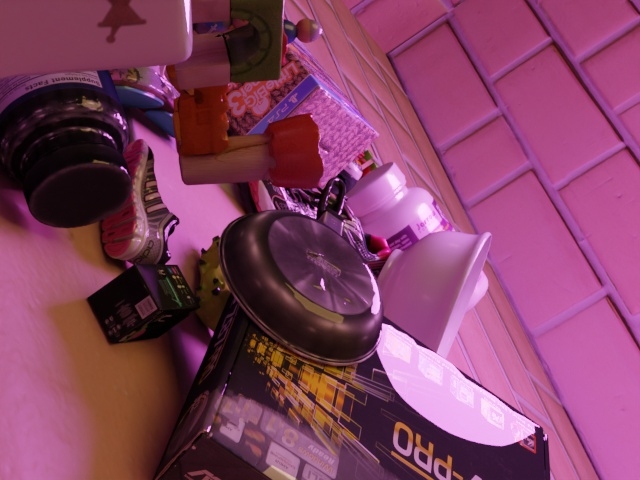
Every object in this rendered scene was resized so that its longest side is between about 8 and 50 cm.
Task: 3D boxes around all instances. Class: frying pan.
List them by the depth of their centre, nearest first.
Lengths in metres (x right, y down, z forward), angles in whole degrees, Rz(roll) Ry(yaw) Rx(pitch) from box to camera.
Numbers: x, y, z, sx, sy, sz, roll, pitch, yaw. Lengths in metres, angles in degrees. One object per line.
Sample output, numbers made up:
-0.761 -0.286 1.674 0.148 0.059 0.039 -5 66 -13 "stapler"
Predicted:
0.019 0.022 1.058 0.197 0.053 0.326 46 33 9 "frying pan"

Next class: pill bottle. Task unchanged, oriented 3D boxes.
-0.250 -0.125 0.926 0.123 0.123 0.219 32 30 -58 "pill bottle"
0.172 0.007 1.881 0.301 0.169 0.169 54 15 -11 "pill bottle"

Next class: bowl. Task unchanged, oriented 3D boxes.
0.154 0.101 1.560 0.134 0.298 0.298 23 10 13 "bowl"

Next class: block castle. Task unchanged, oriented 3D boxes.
-0.063 -0.295 1.035 0.453 0.213 0.303 95 -16 -50 "block castle"

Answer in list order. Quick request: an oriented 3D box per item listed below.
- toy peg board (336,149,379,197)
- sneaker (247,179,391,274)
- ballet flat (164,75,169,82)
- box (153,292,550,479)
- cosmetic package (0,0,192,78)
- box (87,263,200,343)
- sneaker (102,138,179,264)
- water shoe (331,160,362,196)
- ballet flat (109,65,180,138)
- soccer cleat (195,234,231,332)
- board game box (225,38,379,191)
0.075 -0.129 2.024 0.161 0.079 0.160 63 16 21 "toy peg board"
-0.009 -0.036 1.518 0.299 0.112 0.121 43 21 -40 "sneaker"
-0.258 -0.279 1.294 0.241 0.077 0.091 52 14 -21 "ballet flat"
0.056 0.213 0.984 0.395 0.097 0.318 37 32 -11 "box"
-0.276 -0.344 0.672 0.394 0.329 0.327 -109 -164 -44 "cosmetic package"
-0.164 0.058 0.936 0.052 0.062 0.083 59 15 11 "box"
-0.189 -0.034 1.050 0.075 0.063 0.170 43 26 -41 "sneaker"
-0.020 -0.154 1.805 0.203 0.080 0.073 36 2 25 "water shoe"
-0.209 -0.191 1.250 0.221 0.077 0.079 28 66 -65 "ballet flat"
-0.108 0.050 1.154 0.072 0.060 0.179 60 19 -27 "soccer cleat"
-0.079 -0.252 1.583 0.291 0.141 0.232 53 12 26 "board game box"
